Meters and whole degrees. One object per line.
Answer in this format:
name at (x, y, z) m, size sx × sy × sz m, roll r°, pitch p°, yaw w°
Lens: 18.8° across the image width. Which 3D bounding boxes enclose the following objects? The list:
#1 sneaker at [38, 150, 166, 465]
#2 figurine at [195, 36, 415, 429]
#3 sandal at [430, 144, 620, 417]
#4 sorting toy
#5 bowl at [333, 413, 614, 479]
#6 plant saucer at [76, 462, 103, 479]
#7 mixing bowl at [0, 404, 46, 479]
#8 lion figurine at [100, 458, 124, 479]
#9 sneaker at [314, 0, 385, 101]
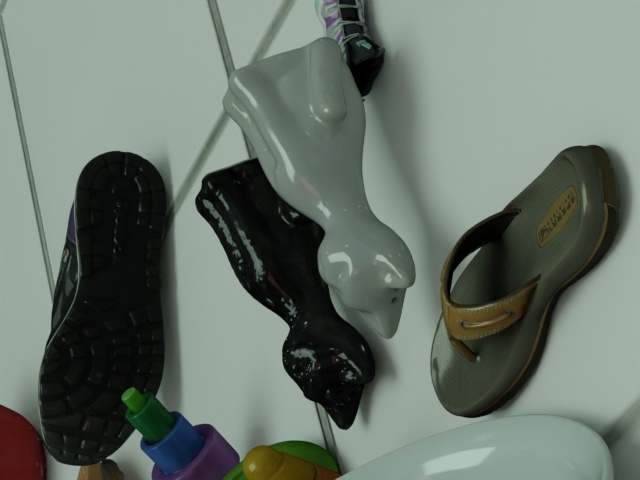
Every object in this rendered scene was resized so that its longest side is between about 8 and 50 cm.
sneaker at (-0.197, 0.069, 1.762) m, size 0.124 × 0.107 × 0.283 m, roll 146°, pitch 135°, yaw -71°
figurine at (0.000, 0.000, 1.353) m, size 0.215 × 0.092 × 0.209 m, roll 110°, pitch 141°, yaw -56°
sandal at (0.109, 0.025, 1.170) m, size 0.219 × 0.060 × 0.090 m, roll -58°, pitch 40°, yaw 47°
sorting toy at (-0.061, 0.167, 1.390) m, size 0.127 × 0.126 × 0.365 m, roll -46°, pitch 24°, yaw -13°
bowl at (0.058, 0.235, 1.094) m, size 0.134 × 0.298 × 0.298 m, roll 61°, pitch 158°, yaw -15°
plant saucer at (-0.222, 0.303, 1.817) m, size 0.200 × 0.037 × 0.200 m, roll -169°, pitch 90°, yaw -82°
mixing bowl at (-0.354, 0.247, 2.074) m, size 0.181 × 0.098 × 0.181 m, roll -1°, pitch 89°, yaw 63°
lion figurine at (-0.189, 0.371, 1.578) m, size 0.240 × 0.142 × 0.392 m, roll 22°, pitch -124°, yaw -71°
sneaker at (0.026, -0.146, 1.377) m, size 0.069 × 0.038 × 0.098 m, roll 27°, pitch 123°, yaw 60°
